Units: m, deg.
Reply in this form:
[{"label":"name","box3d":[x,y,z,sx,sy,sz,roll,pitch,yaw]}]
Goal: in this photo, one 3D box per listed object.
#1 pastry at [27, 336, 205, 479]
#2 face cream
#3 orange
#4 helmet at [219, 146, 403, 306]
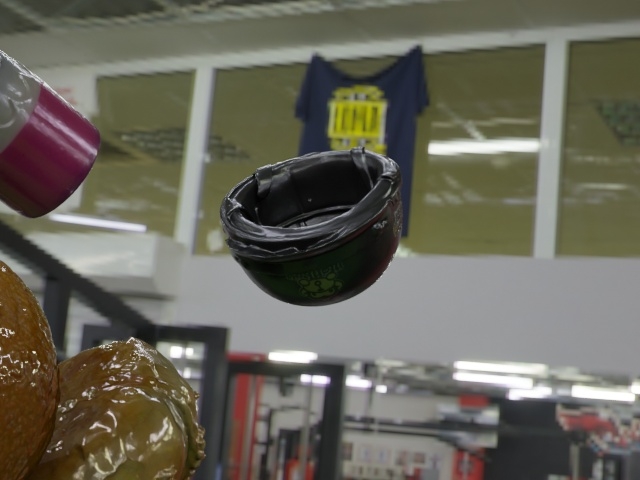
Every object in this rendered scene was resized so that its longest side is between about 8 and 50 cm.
[{"label":"pastry","box3d":[-0.266,0.262,1.440,0.284,0.184,0.315,-25,23,5]},{"label":"face cream","box3d":[-0.441,-0.152,1.748,0.175,0.175,0.195,-6,-37,45]},{"label":"orange","box3d":[-0.441,0.155,1.211,0.357,0.322,0.322,-33,-24,16]},{"label":"helmet","box3d":[0.000,0.000,1.531,0.231,0.160,0.279,-10,30,7]}]
